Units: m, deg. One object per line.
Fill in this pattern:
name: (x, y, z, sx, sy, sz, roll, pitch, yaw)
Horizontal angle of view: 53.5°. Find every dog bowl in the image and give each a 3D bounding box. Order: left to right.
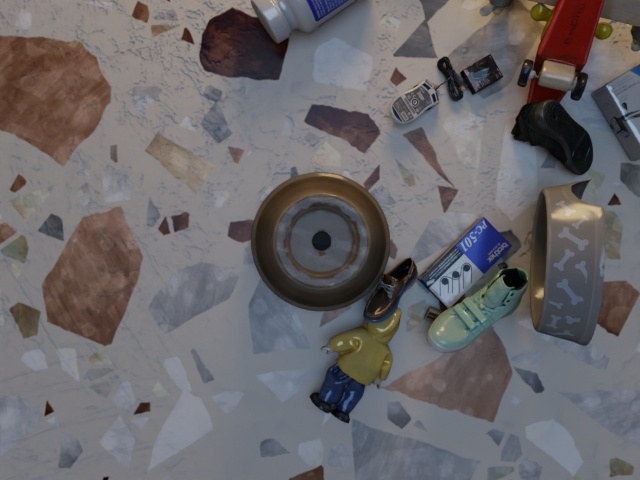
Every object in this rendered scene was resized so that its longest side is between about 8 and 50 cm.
dog bowl: (0.509, 0.043, 1.335, 0.102, 0.349, 0.349, 4, 90, 12)

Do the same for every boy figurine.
boy figurine: (0.084, 0.263, 1.440, 0.177, 0.092, 0.285, 30, 88, -19)

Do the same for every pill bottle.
pill bottle: (-0.015, -0.563, 1.415, 0.272, 0.152, 0.152, -34, 90, -1)

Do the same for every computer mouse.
computer mouse: (0.238, -0.336, 1.474, 0.193, 0.042, 0.106, -32, 95, -6)

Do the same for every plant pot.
plant pot: (0.000, 0.000, 1.353, 0.323, 0.280, 0.323, 0, 89, 0)

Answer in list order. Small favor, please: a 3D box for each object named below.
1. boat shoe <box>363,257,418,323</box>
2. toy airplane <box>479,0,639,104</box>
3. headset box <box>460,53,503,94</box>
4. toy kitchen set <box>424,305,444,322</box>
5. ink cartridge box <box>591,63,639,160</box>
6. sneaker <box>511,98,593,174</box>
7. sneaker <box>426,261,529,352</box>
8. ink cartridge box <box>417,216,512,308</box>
boat shoe: (0.153, 0.106, 1.423, 0.066, 0.066, 0.183, 22, 54, 29)
toy airplane: (0.554, -0.519, 1.363, 0.384, 0.272, 0.386, -26, 106, 31)
headset box: (0.371, -0.384, 1.478, 0.083, 0.032, 0.062, -29, 90, -2)
toy kitchen set: (0.269, 0.213, 1.462, 0.075, 0.083, 0.068, 22, 131, 0)
ink cartridge box: (0.742, -0.300, 1.456, 0.139, 0.082, 0.190, -31, 89, 0)
sneaker: (0.530, -0.238, 1.460, 0.227, 0.130, 0.087, 36, 84, -28)
sneaker: (0.343, 0.140, 1.385, 0.256, 0.151, 0.094, -27, 59, -21)
ink cartridge box: (0.333, 0.050, 1.470, 0.207, 0.046, 0.097, -45, 91, 0)
